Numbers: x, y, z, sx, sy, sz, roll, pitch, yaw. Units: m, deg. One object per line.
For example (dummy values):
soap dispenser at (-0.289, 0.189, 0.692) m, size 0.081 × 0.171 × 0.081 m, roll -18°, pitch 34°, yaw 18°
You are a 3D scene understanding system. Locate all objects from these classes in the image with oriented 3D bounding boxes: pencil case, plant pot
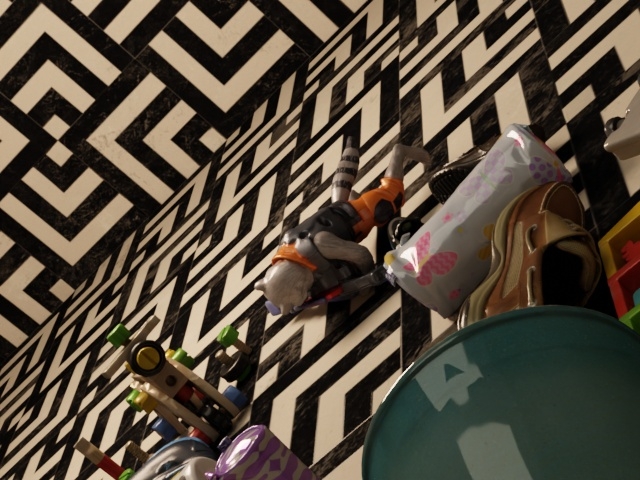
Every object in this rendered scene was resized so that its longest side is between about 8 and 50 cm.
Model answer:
pencil case at (-0.031, 0.299, 1.569) m, size 0.088 × 0.206 × 0.086 m, roll -49°, pitch 9°, yaw -21°
plant pot at (0.196, 0.231, 1.071) m, size 0.271 × 0.271 × 0.255 m, roll -45°, pitch 32°, yaw 13°
pencil case at (0.207, -0.026, 1.839) m, size 0.273 × 0.113 × 0.124 m, roll -46°, pitch 38°, yaw 6°

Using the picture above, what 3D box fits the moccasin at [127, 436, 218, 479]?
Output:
moccasin at (-0.284, 0.428, 2.058) m, size 0.342 × 0.137 × 0.117 m, roll -53°, pitch 21°, yaw -11°

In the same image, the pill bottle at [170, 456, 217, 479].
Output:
pill bottle at (-0.202, 0.406, 1.921) m, size 0.208 × 0.119 × 0.119 m, roll -44°, pitch 17°, yaw 15°

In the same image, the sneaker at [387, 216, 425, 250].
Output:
sneaker at (0.139, -0.006, 2.020) m, size 0.067 × 0.078 × 0.188 m, roll -29°, pitch 19°, yaw -3°

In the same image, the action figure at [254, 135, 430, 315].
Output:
action figure at (0.000, 0.000, 2.232) m, size 0.341 × 0.178 × 0.330 m, roll -24°, pitch 19°, yaw 49°

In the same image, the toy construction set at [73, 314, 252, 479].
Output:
toy construction set at (-0.291, 0.252, 2.291) m, size 0.309 × 0.237 × 0.257 m, roll -47°, pitch 16°, yaw 9°

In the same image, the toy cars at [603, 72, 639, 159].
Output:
toy cars at (0.402, -0.112, 1.484) m, size 0.176 × 0.087 × 0.394 m, roll -38°, pitch 15°, yaw 13°

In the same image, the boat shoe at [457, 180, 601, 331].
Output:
boat shoe at (0.258, 0.039, 1.557) m, size 0.120 × 0.122 × 0.324 m, roll -25°, pitch 23°, yaw 36°

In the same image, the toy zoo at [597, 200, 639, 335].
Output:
toy zoo at (0.385, -0.003, 1.474) m, size 0.192 × 0.030 × 0.293 m, roll -43°, pitch 17°, yaw 21°

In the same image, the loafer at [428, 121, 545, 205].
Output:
loafer at (0.248, -0.105, 2.008) m, size 0.220 × 0.080 × 0.078 m, roll -23°, pitch 20°, yaw 46°
